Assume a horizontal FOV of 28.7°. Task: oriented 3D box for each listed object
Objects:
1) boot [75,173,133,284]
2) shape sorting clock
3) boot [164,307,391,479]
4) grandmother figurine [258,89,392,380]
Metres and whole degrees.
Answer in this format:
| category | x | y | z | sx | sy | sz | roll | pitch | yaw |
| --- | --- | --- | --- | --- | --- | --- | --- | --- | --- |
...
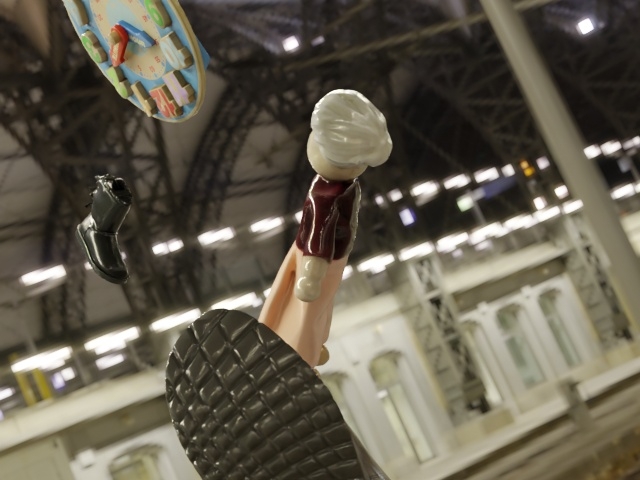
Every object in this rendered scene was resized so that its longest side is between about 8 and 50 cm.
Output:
| category | x | y | z | sx | sy | sz | roll | pitch | yaw |
| --- | --- | --- | --- | --- | --- | --- | --- | --- | --- |
| boot | -0.264 | -0.017 | 1.586 | 0.045 | 0.121 | 0.099 | 3 | -53 | -43 |
| shape sorting clock | -0.183 | -0.200 | 1.179 | 0.040 | 0.206 | 0.206 | -43 | 0 | -27 |
| boot | -0.004 | 0.208 | 1.022 | 0.118 | 0.338 | 0.223 | -37 | -3 | -6 |
| grandmother figurine | 0.000 | 0.000 | 1.367 | 0.104 | 0.342 | 0.208 | 10 | 26 | -5 |
